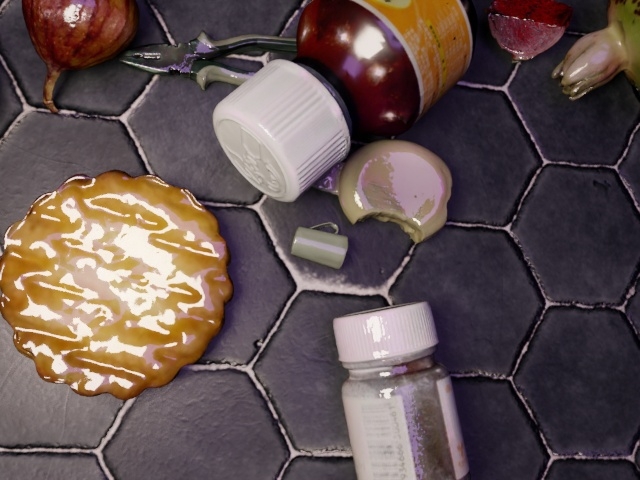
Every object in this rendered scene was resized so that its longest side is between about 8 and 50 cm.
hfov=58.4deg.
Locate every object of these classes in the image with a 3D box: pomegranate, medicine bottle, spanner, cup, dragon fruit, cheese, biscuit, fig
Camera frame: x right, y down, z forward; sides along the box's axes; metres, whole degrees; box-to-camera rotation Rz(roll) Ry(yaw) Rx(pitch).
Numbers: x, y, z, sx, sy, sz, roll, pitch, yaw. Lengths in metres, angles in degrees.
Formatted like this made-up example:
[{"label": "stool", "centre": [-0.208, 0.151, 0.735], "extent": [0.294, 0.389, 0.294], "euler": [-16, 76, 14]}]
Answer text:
[{"label": "pomegranate", "centre": [0.569, -0.352, 0.980], "extent": [0.340, 0.285, 0.285], "euler": [-23, 86, 18]}, {"label": "medicine bottle", "centre": [0.115, 0.235, 0.844], "extent": [0.165, 0.165, 0.273], "euler": [-8, 83, -11]}, {"label": "spanner", "centre": [-0.157, -0.295, 0.936], "extent": [0.325, 0.040, 0.096], "euler": [-3, 83, -11]}, {"label": "cup", "centre": [0.000, 0.000, 0.913], "extent": [0.083, 0.054, 0.075], "euler": [15, 81, -5]}, {"label": "medicine bottle", "centre": [0.042, -0.230, 0.836], "extent": [0.242, 0.242, 0.395], "euler": [41, 67, -2]}, {"label": "dragon fruit", "centre": [0.366, -0.374, 1.018], "extent": [0.147, 0.096, 0.102], "euler": [31, 65, 27]}, {"label": "cheese", "centre": [0.071, -0.091, 0.928], "extent": [0.286, 0.082, 0.163], "euler": [8, 80, -6]}, {"label": "biscuit", "centre": [-0.289, 0.060, 0.831], "extent": [0.325, 0.107, 0.326], "euler": [1, 83, -12]}, {"label": "fig", "centre": [-0.373, -0.321, 0.847], "extent": [0.202, 0.148, 0.149], "euler": [-37, 88, -11]}]
